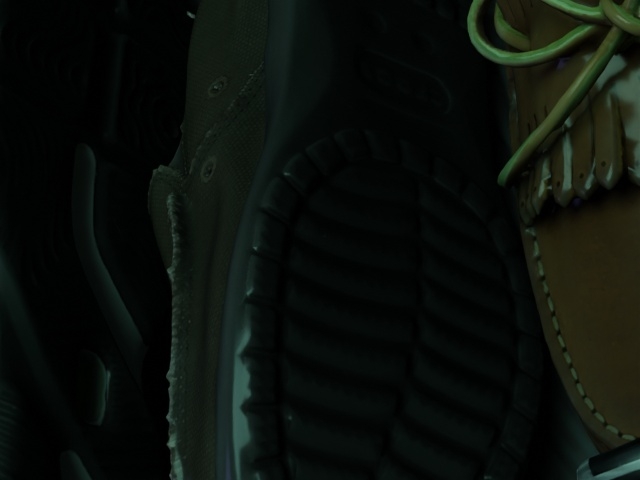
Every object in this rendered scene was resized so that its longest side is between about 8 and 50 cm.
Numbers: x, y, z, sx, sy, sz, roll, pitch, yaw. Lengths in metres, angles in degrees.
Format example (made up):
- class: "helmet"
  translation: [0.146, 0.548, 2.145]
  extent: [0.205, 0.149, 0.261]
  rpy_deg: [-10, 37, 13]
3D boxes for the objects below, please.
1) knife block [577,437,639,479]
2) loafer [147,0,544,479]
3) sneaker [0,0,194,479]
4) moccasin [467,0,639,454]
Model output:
- class: "knife block"
  translation: [0.218, 0.048, 0.454]
  extent: [0.242, 0.088, 0.275]
  rpy_deg: [28, 84, 22]
- class: "loafer"
  translation: [0.000, 0.000, 0.687]
  extent: [0.130, 0.134, 0.366]
  rpy_deg: [-41, 33, 42]
- class: "sneaker"
  translation: [-0.196, 0.040, 0.762]
  extent: [0.258, 0.169, 0.447]
  rpy_deg: [-14, 60, 28]
- class: "moccasin"
  translation: [0.123, -0.095, 0.615]
  extent: [0.139, 0.147, 0.380]
  rpy_deg: [-9, 61, 30]
